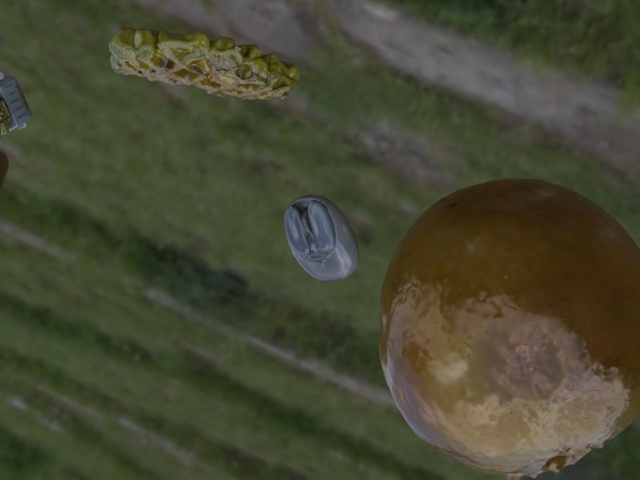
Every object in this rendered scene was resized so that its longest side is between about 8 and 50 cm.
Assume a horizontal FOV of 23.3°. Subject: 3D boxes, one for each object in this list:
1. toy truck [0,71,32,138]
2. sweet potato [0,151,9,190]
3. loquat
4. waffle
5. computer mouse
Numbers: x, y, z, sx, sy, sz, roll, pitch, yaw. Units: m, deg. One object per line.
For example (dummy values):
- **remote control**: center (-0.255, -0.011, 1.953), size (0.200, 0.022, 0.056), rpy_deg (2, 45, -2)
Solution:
- **toy truck**: center (-0.286, -0.096, 1.267), size (0.063, 0.123, 0.052), rpy_deg (-13, 109, 29)
- **sweet potato**: center (-0.360, -0.008, 1.377), size (0.097, 0.251, 0.097), rpy_deg (17, 136, 17)
- **loquat**: center (0.218, 0.096, 1.705), size (0.328, 0.328, 0.328), rpy_deg (25, 172, 4)
- **waffle**: center (-0.116, -0.173, 1.557), size (0.194, 0.051, 0.149), rpy_deg (7, 175, -4)
- **computer mouse**: center (0.000, 0.002, 1.520), size (0.066, 0.039, 0.096), rpy_deg (-11, 126, 25)
